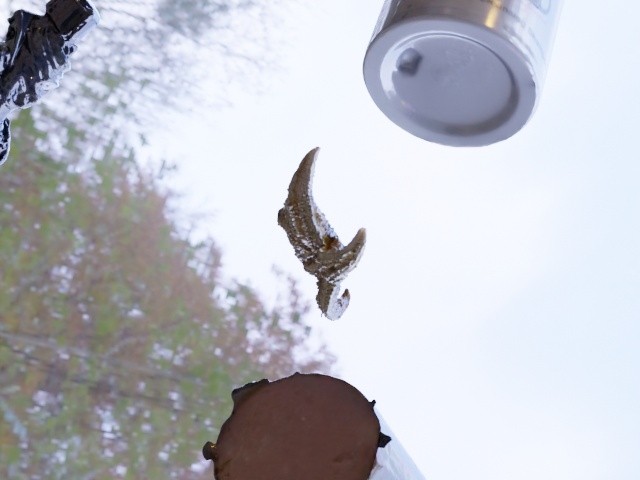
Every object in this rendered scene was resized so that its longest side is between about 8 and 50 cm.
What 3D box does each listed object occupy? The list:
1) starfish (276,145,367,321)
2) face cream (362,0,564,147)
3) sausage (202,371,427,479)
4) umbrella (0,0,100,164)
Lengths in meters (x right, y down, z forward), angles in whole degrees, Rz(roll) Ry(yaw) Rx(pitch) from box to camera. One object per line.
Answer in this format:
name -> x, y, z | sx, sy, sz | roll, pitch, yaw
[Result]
starfish -> -0.001, 0.001, 1.384 | 0.071, 0.216, 0.238 | -30, -162, -17
face cream -> 0.150, -0.261, 1.058 | 0.145, 0.145, 0.370 | -15, -137, 38
sausage -> 0.043, 0.218, 0.906 | 0.125, 0.317, 0.117 | 6, -121, 32
umbrella -> -0.252, -0.102, 0.927 | 0.224, 0.080, 0.071 | -42, -86, 8
